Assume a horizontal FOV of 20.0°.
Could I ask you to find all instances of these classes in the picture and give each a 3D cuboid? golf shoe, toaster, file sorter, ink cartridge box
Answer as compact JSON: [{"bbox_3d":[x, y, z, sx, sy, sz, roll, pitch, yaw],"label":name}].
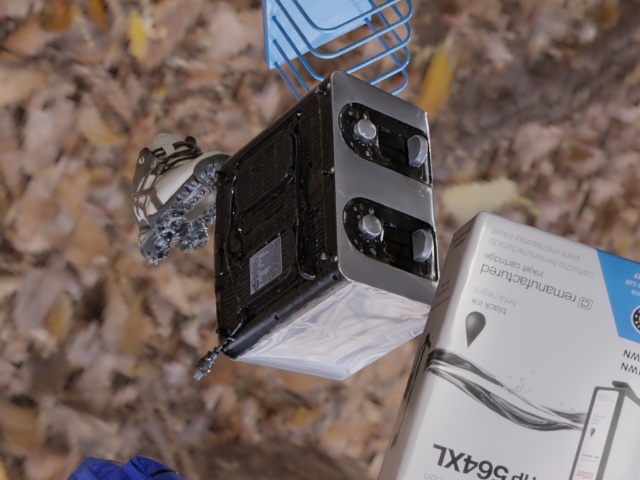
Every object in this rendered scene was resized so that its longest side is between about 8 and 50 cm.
[{"bbox_3d":[-0.118,-0.048,1.457,0.077,0.094,0.198,-13,169,-24],"label":"golf shoe"},{"bbox_3d":[0.000,0.000,1.286,0.110,0.185,0.168,18,55,-31],"label":"toaster"},{"bbox_3d":[0.020,-0.206,1.726,0.118,0.104,0.170,-27,155,-14],"label":"file sorter"},{"bbox_3d":[0.123,0.105,1.050,0.086,0.148,0.203,126,-19,-78],"label":"ink cartridge box"}]

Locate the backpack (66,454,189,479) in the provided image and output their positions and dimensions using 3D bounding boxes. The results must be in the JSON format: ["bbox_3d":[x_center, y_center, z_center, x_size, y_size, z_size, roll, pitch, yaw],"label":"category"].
[{"bbox_3d":[-0.135,0.210,1.332,0.101,0.120,0.098,-52,141,-9],"label":"backpack"}]
